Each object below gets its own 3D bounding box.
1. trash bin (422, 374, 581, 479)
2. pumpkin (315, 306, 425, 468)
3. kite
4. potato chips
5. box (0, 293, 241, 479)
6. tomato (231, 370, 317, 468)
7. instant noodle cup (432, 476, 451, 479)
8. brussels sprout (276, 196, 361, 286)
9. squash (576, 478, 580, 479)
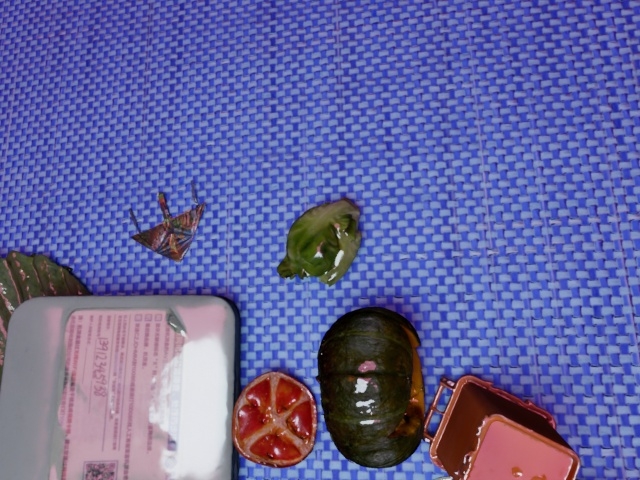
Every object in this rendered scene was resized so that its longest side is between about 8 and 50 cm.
[{"bbox_3d":[0.241,0.292,0.627,0.184,0.238,0.161,23,84,17],"label":"trash bin"},{"bbox_3d":[0.077,0.219,0.682,0.159,0.238,0.238,-3,78,16],"label":"pumpkin"},{"bbox_3d":[-0.310,-0.028,0.915,0.182,0.010,0.160,-22,79,9],"label":"kite"},{"bbox_3d":[-0.641,0.203,0.888,0.389,0.097,0.373,41,86,10],"label":"potato chips"},{"bbox_3d":[-0.339,0.293,0.778,0.395,0.111,0.397,1,79,-3],"label":"box"},{"bbox_3d":[-0.084,0.308,0.766,0.155,0.069,0.156,11,62,-22],"label":"tomato"},{"bbox_3d":[0.209,0.466,0.648,0.182,0.144,0.183,-2,78,10],"label":"instant noodle cup"},{"bbox_3d":[-0.001,-0.002,0.811,0.139,0.100,0.181,34,98,34],"label":"brussels sprout"},{"bbox_3d":[0.379,0.399,0.607,0.095,0.188,0.095,-2,78,8],"label":"squash"}]
